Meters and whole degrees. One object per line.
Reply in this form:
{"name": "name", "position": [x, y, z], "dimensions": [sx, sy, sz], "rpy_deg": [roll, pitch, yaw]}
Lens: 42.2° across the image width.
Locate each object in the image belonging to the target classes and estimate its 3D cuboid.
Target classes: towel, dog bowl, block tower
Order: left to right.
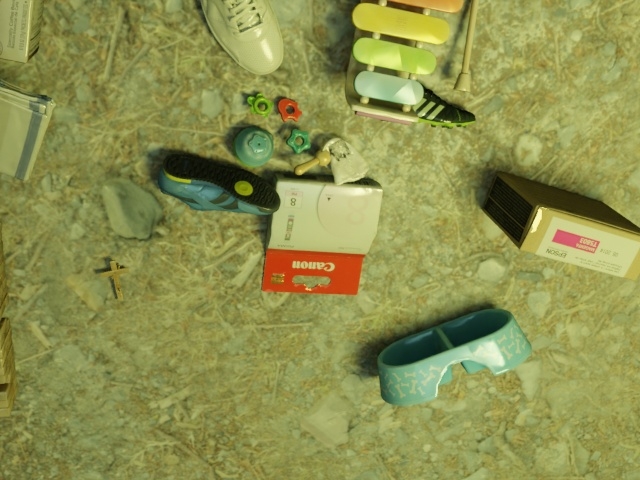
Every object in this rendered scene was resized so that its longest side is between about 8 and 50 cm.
{"name": "towel", "position": [-0.561, -0.201, 1.264], "dimensions": [0.285, 0.034, 0.209], "rpy_deg": [21, 141, -16]}
{"name": "block tower", "position": [-0.585, 0.139, 1.419], "dimensions": [0.091, 0.097, 0.335], "rpy_deg": [-1, 112, -10]}
{"name": "dog bowl", "position": [0.242, 0.212, 1.555], "dimensions": [0.297, 0.166, 0.074], "rpy_deg": [-21, 104, 0]}

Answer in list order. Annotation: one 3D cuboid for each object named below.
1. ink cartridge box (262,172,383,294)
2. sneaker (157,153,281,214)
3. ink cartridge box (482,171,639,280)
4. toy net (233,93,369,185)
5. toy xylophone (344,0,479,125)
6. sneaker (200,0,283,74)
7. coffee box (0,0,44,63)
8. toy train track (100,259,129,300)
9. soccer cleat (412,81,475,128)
{"name": "ink cartridge box", "position": [0.000, 0.000, 1.478], "dimensions": [0.189, 0.066, 0.232], "rpy_deg": [3, 108, -11]}
{"name": "sneaker", "position": [-0.171, -0.080, 1.402], "dimensions": [0.209, 0.069, 0.082], "rpy_deg": [17, 138, -4]}
{"name": "ink cartridge box", "position": [0.429, -0.028, 1.459], "dimensions": [0.235, 0.193, 0.088], "rpy_deg": [15, 110, -15]}
{"name": "toy net", "position": [-0.027, -0.165, 1.412], "dimensions": [0.232, 0.045, 0.122], "rpy_deg": [14, 83, -18]}
{"name": "toy xylophone", "position": [0.151, -0.346, 1.317], "dimensions": [0.236, 0.081, 0.322], "rpy_deg": [0, 102, -11]}
{"name": "sneaker", "position": [-0.132, -0.366, 1.235], "dimensions": [0.108, 0.169, 0.292], "rpy_deg": [-27, 116, 1]}
{"name": "coffee box", "position": [-0.478, -0.420, 1.180], "dimensions": [0.168, 0.119, 0.297], "rpy_deg": [10, 111, -13]}
{"name": "toy train track", "position": [-0.361, 0.069, 1.470], "dimensions": [0.048, 0.014, 0.083], "rpy_deg": [-11, 120, -12]}
{"name": "soccer cleat", "position": [0.181, -0.230, 1.407], "dimensions": [0.179, 0.060, 0.072], "rpy_deg": [5, 99, -11]}
